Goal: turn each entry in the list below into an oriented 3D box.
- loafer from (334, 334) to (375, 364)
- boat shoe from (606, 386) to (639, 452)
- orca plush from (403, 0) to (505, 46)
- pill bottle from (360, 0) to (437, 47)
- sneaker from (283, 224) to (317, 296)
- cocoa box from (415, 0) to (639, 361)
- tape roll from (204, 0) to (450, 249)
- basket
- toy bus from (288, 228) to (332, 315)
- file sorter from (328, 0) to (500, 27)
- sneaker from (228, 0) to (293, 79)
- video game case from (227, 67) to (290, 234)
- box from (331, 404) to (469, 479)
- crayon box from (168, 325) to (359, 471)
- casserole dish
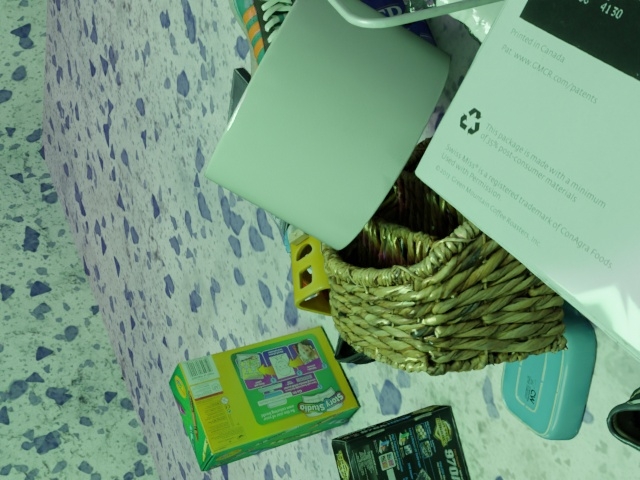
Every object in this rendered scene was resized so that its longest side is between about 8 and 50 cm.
[{"bbox_3d":[0.080,0.119,1.196,0.076,0.078,0.223,60,147,28],"label":"loafer"},{"bbox_3d":[0.368,0.185,0.699,0.254,0.079,0.095,21,118,57],"label":"boat shoe"},{"bbox_3d":[0.211,-0.162,0.786,0.287,0.102,0.151,25,94,10],"label":"orca plush"},{"bbox_3d":[0.075,-0.274,1.023,0.112,0.111,0.187,-46,60,57],"label":"pill bottle"},{"bbox_3d":[0.009,0.027,1.318,0.191,0.071,0.083,54,131,31],"label":"sneaker"},{"bbox_3d":[0.286,-0.040,0.529,0.347,0.227,0.232,45,117,38],"label":"cocoa box"},{"bbox_3d":[0.006,-0.134,0.862,0.246,0.169,0.246,-60,7,12],"label":"tape roll"},{"bbox_3d":[0.113,-0.003,0.900,0.299,0.213,0.223,-146,50,-70],"label":"basket"},{"bbox_3d":[0.004,0.008,1.193,0.202,0.104,0.191,31,102,53],"label":"toy bus"},{"bbox_3d":[0.072,-0.328,0.596,0.193,0.173,0.278,-118,17,-50],"label":"file sorter"},{"bbox_3d":[-0.063,-0.326,1.268,0.121,0.108,0.302,18,124,57],"label":"sneaker"},{"bbox_3d":[-0.105,-0.168,1.480,0.274,0.026,0.196,50,141,39],"label":"video game case"},{"bbox_3d":[0.124,0.357,1.105,0.051,0.175,0.220,-24,80,64],"label":"box"},{"bbox_3d":[-0.093,0.261,1.353,0.165,0.278,0.081,64,147,25],"label":"crayon box"},{"bbox_3d":[0.257,0.151,0.934,0.114,0.036,0.189,38,133,51],"label":"casserole dish"}]
